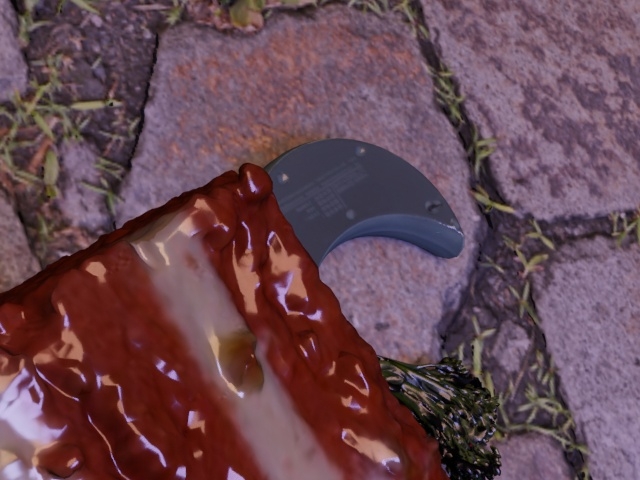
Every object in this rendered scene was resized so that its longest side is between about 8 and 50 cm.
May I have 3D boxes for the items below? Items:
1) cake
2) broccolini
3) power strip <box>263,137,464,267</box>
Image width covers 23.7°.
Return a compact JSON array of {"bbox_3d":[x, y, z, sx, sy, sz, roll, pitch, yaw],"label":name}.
[{"bbox_3d":[-0.120,0.159,0.778,0.319,0.270,0.269,-37,98,-45],"label":"cake"},{"bbox_3d":[0.021,0.115,1.004,0.271,0.062,0.123,10,22,-39],"label":"broccolini"},{"bbox_3d":[0.000,0.000,1.101,0.216,0.044,0.137,-30,84,-36],"label":"power strip"}]
